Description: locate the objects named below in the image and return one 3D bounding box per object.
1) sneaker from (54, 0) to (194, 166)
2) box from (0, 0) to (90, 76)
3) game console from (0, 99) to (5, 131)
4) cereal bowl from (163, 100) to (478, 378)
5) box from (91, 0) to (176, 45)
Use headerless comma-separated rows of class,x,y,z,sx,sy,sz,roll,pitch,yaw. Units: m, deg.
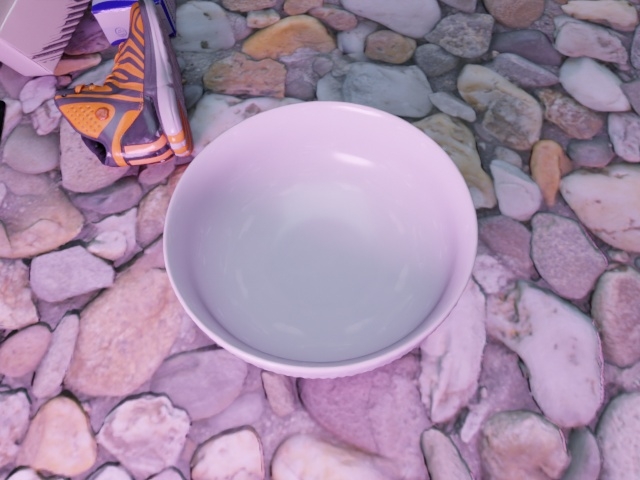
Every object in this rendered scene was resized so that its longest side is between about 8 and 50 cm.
sneaker,-0.320,-0.256,0.644,0.180,0.124,0.321,-14,64,-6
box,-0.477,-0.431,0.706,0.113,0.094,0.275,13,78,32
game console,-0.596,-0.197,0.658,0.071,0.107,0.122,-25,61,22
cereal bowl,0.000,0.000,0.496,0.339,0.141,0.339,-1,64,1
box,-0.350,-0.453,0.771,0.126,0.072,0.137,-10,64,-2
